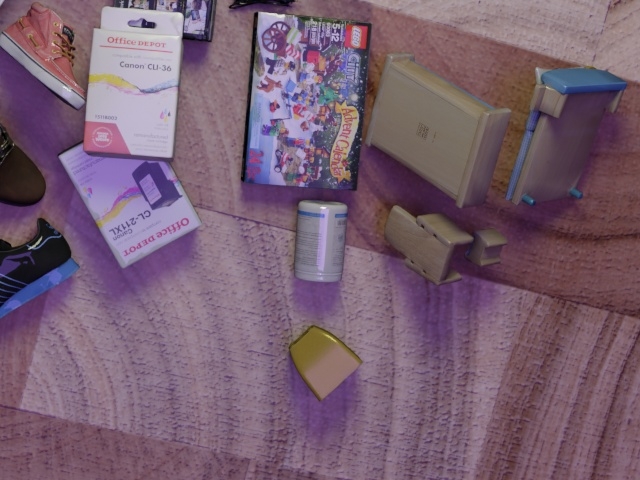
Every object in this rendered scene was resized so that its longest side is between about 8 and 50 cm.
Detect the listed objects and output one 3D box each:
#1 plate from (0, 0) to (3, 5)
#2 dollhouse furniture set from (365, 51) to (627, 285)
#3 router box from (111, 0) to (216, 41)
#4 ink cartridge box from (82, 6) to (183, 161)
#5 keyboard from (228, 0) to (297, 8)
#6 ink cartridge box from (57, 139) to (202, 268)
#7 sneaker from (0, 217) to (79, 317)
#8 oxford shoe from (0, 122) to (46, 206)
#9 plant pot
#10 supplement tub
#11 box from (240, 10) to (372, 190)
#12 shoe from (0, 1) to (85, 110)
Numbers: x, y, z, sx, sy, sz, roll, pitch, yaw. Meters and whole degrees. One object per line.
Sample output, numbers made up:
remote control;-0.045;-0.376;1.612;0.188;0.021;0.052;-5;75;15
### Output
plate;-0.472;-0.426;1.647;0.277;0.045;0.278;37;86;-14
dollhouse furniture set;0.240;-0.126;1.868;0.303;0.198;0.286;-10;125;-39
router box;-0.200;-0.360;1.755;0.133;0.046;0.179;8;97;-1
ink cartridge box;-0.238;-0.205;1.704;0.115;0.067;0.198;4;87;-4
keyboard;-0.061;-0.363;1.793;0.192;0.038;0.100;-1;98;-9
ink cartridge box;-0.254;-0.069;1.783;0.127;0.072;0.175;-30;101;-6
sneaker;-0.440;0.059;1.769;0.232;0.081;0.090;-32;99;-11
oxford shoe;-0.428;-0.112;1.704;0.227;0.096;0.083;42;65;-42
plant pot;0.000;0.164;1.860;0.081;0.081;0.083;-42;92;-2
supplement tub;0.000;0.000;1.839;0.071;0.071;0.107;4;97;-11
box;-0.020;-0.190;1.821;0.159;0.044;0.233;3;98;-10
shoe;-0.342;-0.241;1.708;0.081;0.178;0.063;-48;147;-4
